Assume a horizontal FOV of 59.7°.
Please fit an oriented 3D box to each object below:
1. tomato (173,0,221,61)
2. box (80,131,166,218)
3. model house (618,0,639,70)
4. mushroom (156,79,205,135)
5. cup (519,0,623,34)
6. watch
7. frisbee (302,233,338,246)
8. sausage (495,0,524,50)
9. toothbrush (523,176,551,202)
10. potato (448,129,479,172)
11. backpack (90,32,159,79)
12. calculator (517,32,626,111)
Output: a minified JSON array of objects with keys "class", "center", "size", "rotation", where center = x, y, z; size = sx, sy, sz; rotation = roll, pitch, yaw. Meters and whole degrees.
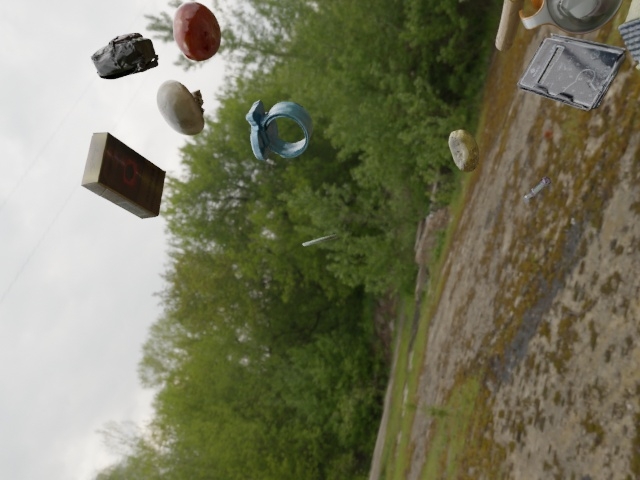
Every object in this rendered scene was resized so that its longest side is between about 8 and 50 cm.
[{"class":"tomato","center":[-0.412,-0.705,1.879],"size":[0.195,0.135,0.195],"rotation":[-7,-90,-77]},{"class":"box","center":[-0.538,-0.176,1.548],"size":[0.240,0.071,0.160],"rotation":[40,-129,-57]},{"class":"model house","center":[0.915,-0.547,1.361],"size":[0.321,0.260,0.267],"rotation":[-110,34,-79]},{"class":"mushroom","center":[-0.522,-0.512,2.129],"size":[0.178,0.226,0.226],"rotation":[-39,-10,-7]},{"class":"cup","center":[0.603,-0.607,1.395],"size":[0.182,0.226,0.264],"rotation":[57,-163,-18]},{"class":"watch","center":[-0.129,-0.378,1.879],"size":[0.211,0.193,0.211],"rotation":[-5,-90,-73]},{"class":"frisbee","center":[0.000,0.000,1.667],"size":[0.110,0.110,0.014],"rotation":[-23,-83,-85]},{"class":"sausage","center":[0.575,-0.705,1.663],"size":[0.301,0.065,0.066],"rotation":[77,-153,-57]},{"class":"toothbrush","center":[0.604,-0.141,1.556],"size":[0.029,0.024,0.354],"rotation":[-43,-11,7]},{"class":"potato","center":[0.455,-0.282,1.760],"size":[0.091,0.070,0.138],"rotation":[-7,100,59]},{"class":"backpack","center":[-0.535,-0.499,1.512],"size":[0.120,0.165,0.106],"rotation":[-76,-25,-66]},{"class":"calculator","center":[0.640,-0.437,1.437],"size":[0.166,0.028,0.274],"rotation":[-65,34,15]}]
